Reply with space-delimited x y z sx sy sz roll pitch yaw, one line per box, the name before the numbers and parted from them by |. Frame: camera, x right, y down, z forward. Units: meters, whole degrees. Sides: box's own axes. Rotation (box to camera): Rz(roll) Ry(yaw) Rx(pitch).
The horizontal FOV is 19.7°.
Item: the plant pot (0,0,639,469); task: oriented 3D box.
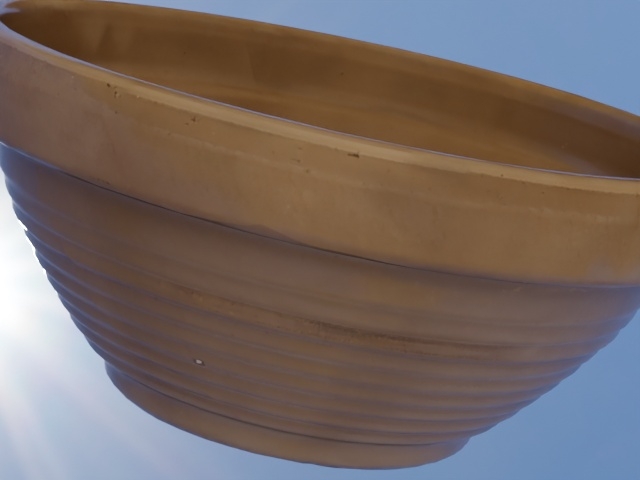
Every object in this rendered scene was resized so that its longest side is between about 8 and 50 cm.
plant pot | 0.000 0.000 0.582 0.237 0.109 0.237 11 -167 -3
